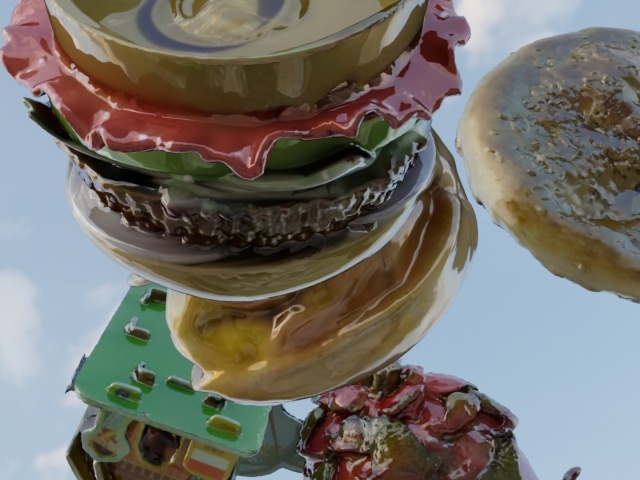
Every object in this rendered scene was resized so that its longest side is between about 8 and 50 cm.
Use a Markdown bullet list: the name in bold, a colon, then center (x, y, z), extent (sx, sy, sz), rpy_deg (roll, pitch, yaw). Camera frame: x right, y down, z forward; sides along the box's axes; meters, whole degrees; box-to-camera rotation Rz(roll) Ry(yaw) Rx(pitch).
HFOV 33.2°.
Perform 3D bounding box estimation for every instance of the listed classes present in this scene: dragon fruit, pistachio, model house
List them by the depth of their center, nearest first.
- **pistachio**: center (0.000, 0.000, 0.886), extent (0.309, 0.230, 0.230), rpy_deg (-34, -42, -21)
- **model house**: center (-0.133, 0.269, 1.268), extent (0.340, 0.300, 0.323), rpy_deg (21, -66, -4)
- **dragon fruit**: center (0.101, 0.261, 1.283), extent (0.314, 0.262, 0.296), rpy_deg (-19, -18, -19)

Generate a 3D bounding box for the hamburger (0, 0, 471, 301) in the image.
- **hamburger**: center (-0.030, -0.056, 0.412), extent (0.175, 0.175, 0.137), rpy_deg (-8, -45, -10)

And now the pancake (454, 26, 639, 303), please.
- **pancake**: center (0.335, -0.090, 1.113), extent (0.387, 0.386, 0.082), rpy_deg (-5, -35, -13)
